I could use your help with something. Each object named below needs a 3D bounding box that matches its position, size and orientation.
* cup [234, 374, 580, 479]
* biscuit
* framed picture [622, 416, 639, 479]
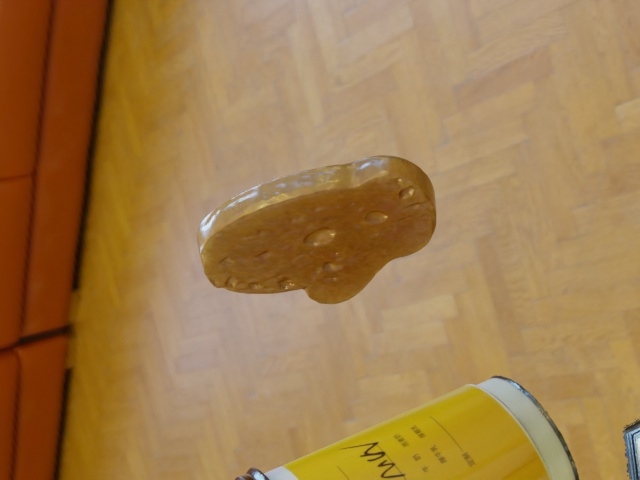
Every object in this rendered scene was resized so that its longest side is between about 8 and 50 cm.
[{"bbox_3d":[0.063,0.231,0.843,0.196,0.280,0.196,52,159,30],"label":"cup"},{"bbox_3d":[0.000,-0.001,0.600,0.118,0.140,0.023,75,-177,-54],"label":"biscuit"},{"bbox_3d":[0.279,0.173,0.684,0.199,0.010,0.195,-46,29,44],"label":"framed picture"}]
